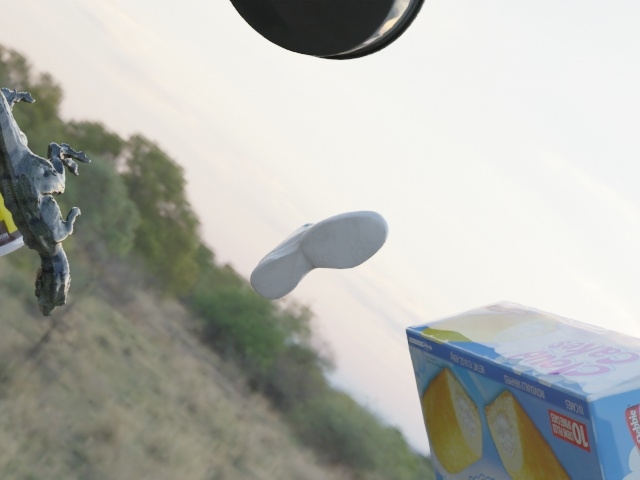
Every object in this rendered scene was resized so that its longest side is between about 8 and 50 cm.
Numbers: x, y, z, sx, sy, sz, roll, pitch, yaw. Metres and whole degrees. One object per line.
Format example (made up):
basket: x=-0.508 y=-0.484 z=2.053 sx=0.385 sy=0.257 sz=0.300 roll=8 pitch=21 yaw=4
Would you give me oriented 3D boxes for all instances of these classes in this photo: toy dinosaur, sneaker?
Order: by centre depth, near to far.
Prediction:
toy dinosaur: x=-0.246 y=-0.066 z=1.060 sx=0.118 sy=0.064 sz=0.268 roll=-87 pitch=163 yaw=-55
sneaker: x=0.000 y=0.000 z=1.715 sx=0.080 sy=0.212 sz=0.094 roll=55 pitch=28 yaw=-20

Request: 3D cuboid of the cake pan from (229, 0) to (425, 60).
cake pan: x=-0.010 y=-0.344 z=1.500 sx=0.293 sy=0.054 sz=0.293 roll=15 pitch=-57 yaw=24

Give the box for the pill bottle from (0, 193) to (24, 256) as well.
pill bottle: x=-0.412 y=-0.090 z=1.473 sx=0.117 sy=0.117 sz=0.215 roll=30 pitch=-40 yaw=57

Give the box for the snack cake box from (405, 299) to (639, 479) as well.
snack cake box: x=0.157 y=0.136 z=0.831 sx=0.264 sy=0.089 sz=0.152 roll=-167 pitch=-115 yaw=-71
